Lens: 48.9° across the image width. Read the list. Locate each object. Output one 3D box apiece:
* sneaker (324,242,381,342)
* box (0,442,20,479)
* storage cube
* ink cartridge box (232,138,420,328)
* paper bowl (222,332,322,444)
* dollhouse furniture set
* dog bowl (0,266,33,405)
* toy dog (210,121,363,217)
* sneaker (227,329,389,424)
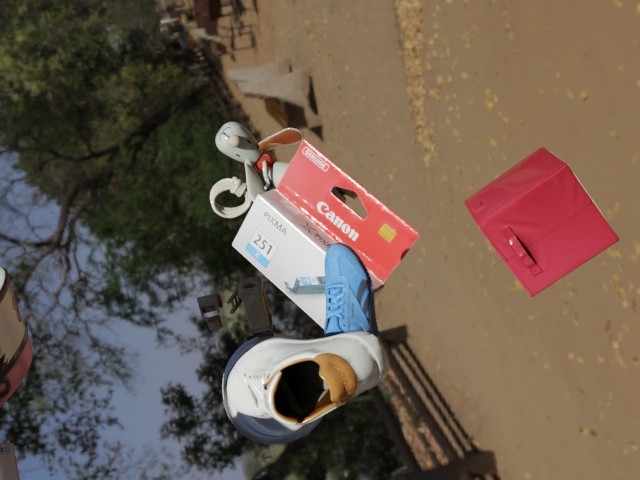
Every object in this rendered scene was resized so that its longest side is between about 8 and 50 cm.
[{"bbox_3d":[0.038,0.109,1.089,0.069,0.082,0.209,-10,93,39],"label":"sneaker"},{"bbox_3d":[-0.585,0.560,1.243,0.232,0.059,0.322,-49,50,28],"label":"box"},{"bbox_3d":[0.416,-0.042,1.357,0.183,0.193,0.215,51,-166,-11],"label":"storage cube"},{"bbox_3d":[0.000,0.000,1.338,0.296,0.066,0.261,41,122,14],"label":"ink cartridge box"},{"bbox_3d":[-0.114,0.395,1.849,0.148,0.284,0.284,-145,42,-79],"label":"paper bowl"},{"bbox_3d":[-0.200,0.200,1.722,0.101,0.161,0.181,-105,2,-71],"label":"dollhouse furniture set"},{"bbox_3d":[-0.660,0.217,1.146,0.150,0.408,0.408,65,177,-25],"label":"dog bowl"},{"bbox_3d":[-0.067,-0.124,1.481,0.161,0.334,0.220,-136,59,-78],"label":"toy dog"},{"bbox_3d":[-0.055,0.184,0.910,0.290,0.123,0.105,-27,88,44],"label":"sneaker"}]
